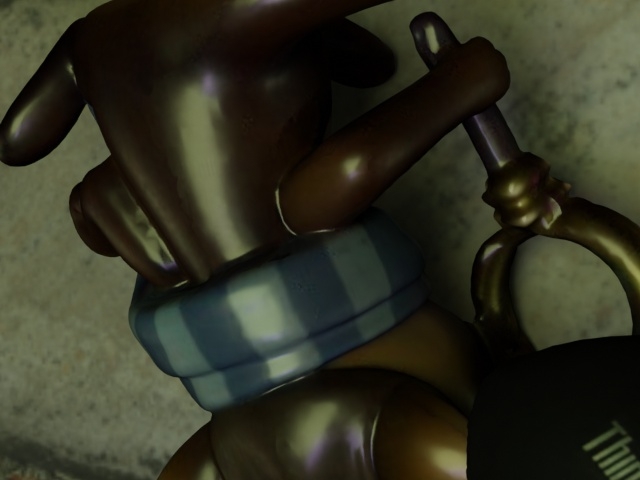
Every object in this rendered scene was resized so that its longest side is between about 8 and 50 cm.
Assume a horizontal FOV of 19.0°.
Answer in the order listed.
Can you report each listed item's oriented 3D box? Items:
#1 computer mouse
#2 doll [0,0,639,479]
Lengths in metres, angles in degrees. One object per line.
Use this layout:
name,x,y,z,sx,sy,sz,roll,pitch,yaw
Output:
computer mouse,0.195,0.127,0.871,0.100,0.269,0.170,-40,39,43
doll,0.002,-0.001,1.012,0.318,0.209,0.340,-24,83,24
